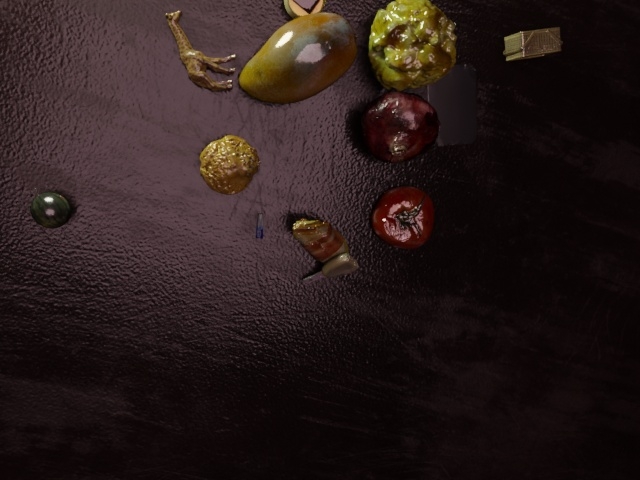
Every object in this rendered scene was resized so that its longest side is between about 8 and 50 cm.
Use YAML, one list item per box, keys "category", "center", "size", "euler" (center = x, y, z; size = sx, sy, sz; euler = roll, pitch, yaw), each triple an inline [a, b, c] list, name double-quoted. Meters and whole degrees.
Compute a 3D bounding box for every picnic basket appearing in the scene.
- category: "picnic basket"
  center: [0.704, -0.652, 1.891]
  size: [0.164, 0.115, 0.079]
  euler: [-11, 101, -11]

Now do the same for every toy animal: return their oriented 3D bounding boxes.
- category: "toy animal"
  center: [-0.365, -0.554, 1.699]
  size: [0.276, 0.054, 0.149]
  euler: [35, 89, -16]

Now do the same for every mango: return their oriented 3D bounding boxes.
- category: "mango"
  center: [-0.065, -0.538, 1.701]
  size: [0.384, 0.199, 0.221]
  euler: [-23, 115, 4]

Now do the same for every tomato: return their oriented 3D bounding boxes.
- category: "tomato"
  center: [0.288, -0.070, 1.917]
  size: [0.228, 0.101, 0.227]
  euler: [-2, 100, -9]

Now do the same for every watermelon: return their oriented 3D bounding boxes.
- category: "watermelon"
  center: [-0.795, -0.098, 1.659]
  size: [0.105, 0.105, 0.133]
  euler: [-38, 101, -4]

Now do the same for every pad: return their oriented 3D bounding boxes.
- category: "pad"
  center: [0.449, -0.458, 1.928]
  size: [0.181, 0.004, 0.266]
  euler: [-6, 102, -12]

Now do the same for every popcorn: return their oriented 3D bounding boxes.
- category: "popcorn"
  center: [0.273, -0.603, 1.740]
  size: [0.282, 0.247, 0.281]
  euler: [0, 94, -3]

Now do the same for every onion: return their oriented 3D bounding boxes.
- category: "onion"
  center: [0.243, -0.338, 1.778]
  size: [0.252, 0.219, 0.252]
  euler: [3, 142, 2]

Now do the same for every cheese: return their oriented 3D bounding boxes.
- category: "cheese"
  center: [0.026, 0.102, 1.885]
  size: [0.192, 0.037, 0.097]
  euler: [-25, 142, 21]

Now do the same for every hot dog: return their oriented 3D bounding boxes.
- category: "hot dog"
  center: [0.002, -0.004, 1.860]
  size: [0.123, 0.093, 0.261]
  euler: [-33, 131, 12]

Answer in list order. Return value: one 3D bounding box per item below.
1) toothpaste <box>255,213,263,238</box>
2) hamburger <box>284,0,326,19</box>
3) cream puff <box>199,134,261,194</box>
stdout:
- category: "toothpaste"
  center: [-0.198, -0.046, 1.853]
  size: [0.024, 0.015, 0.083]
  euler: [0, 106, -14]
- category: "hamburger"
  center: [-0.044, -0.736, 1.723]
  size: [0.127, 0.081, 0.141]
  euler: [17, 108, -14]
- category: "cream puff"
  center: [-0.275, -0.229, 1.742]
  size: [0.189, 0.129, 0.188]
  euler: [-3, 104, -11]
